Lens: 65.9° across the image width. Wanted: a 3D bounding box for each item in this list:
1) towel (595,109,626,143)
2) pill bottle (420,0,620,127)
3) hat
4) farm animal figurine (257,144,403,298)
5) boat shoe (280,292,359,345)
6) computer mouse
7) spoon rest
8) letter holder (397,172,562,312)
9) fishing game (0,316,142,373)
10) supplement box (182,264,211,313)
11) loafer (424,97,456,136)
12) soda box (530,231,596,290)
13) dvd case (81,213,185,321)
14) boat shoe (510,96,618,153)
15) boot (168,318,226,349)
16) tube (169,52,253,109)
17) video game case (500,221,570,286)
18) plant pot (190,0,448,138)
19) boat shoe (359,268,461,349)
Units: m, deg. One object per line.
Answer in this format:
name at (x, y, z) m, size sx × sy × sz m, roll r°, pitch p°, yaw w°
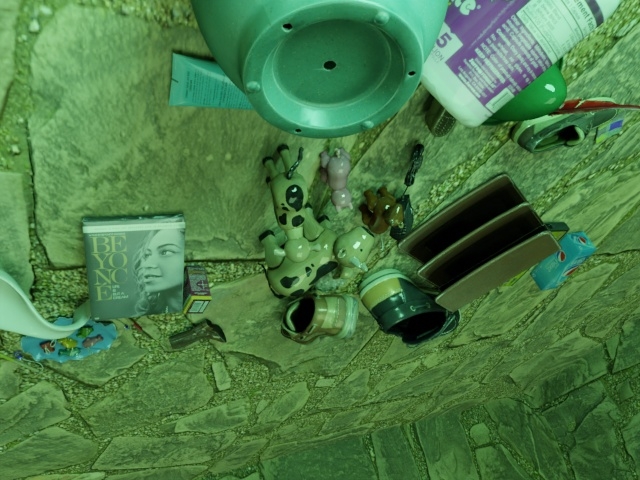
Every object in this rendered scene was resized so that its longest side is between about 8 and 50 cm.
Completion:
towel at (0.626, -0.248, 1.064) m, size 0.060 × 0.009 × 0.083 m, roll -24°, pitch 146°, yaw 3°
pill bottle at (0.264, -0.305, 0.640) m, size 0.301 × 0.169 × 0.169 m, roll -41°, pitch 142°, yaw 26°
hat at (0.373, -0.215, 0.812) m, size 0.173 × 0.183 × 0.208 m, roll 13°, pitch 133°, yaw -40°
farm animal figurine at (0.000, 0.000, 0.918) m, size 0.331 × 0.172 × 0.327 m, roll 11°, pitch 135°, yaw -39°
boat shoe at (-0.033, 0.178, 1.161) m, size 0.117 × 0.123 × 0.324 m, roll 14°, pitch 157°, yaw -23°
computer mouse at (0.180, -0.088, 0.986) m, size 0.041 × 0.071 × 0.242 m, roll 19°, pitch 141°, yaw 11°
spoon rest at (-0.531, 0.113, 0.858) m, size 0.137 × 0.084 × 0.276 m, roll -36°, pitch 143°, yaw 19°
letter holder at (0.364, 0.010, 1.159) m, size 0.302 × 0.152 × 0.214 m, roll -36°, pitch 142°, yaw 21°
fishing game at (-0.531, 0.219, 1.054) m, size 0.264 × 0.041 × 0.189 m, roll -20°, pitch 147°, yaw -5°
supplement box at (-0.255, 0.099, 0.997) m, size 0.043 × 0.083 × 0.055 m, roll 5°, pitch 138°, yaw -34°
loafer at (0.216, -0.244, 0.810) m, size 0.056 × 0.050 × 0.148 m, roll 11°, pitch 119°, yaw -44°
soda box at (0.741, 0.067, 1.516) m, size 0.067 × 0.071 × 0.210 m, roll -7°, pitch 144°, yaw -20°
dvd case at (-0.331, 0.052, 0.890) m, size 0.165 × 0.018 × 0.221 m, roll -4°, pitch 125°, yaw -23°
boat shoe at (0.491, -0.218, 0.973) m, size 0.224 × 0.073 × 0.080 m, roll -16°, pitch 146°, yaw -8°
boot at (-0.303, 0.245, 1.217) m, size 0.114 × 0.037 × 0.106 m, roll -29°, pitch 133°, yaw 6°
tube at (-0.100, -0.210, 0.685) m, size 0.207 × 0.052 × 0.080 m, roll 0°, pitch 136°, yaw -21°
video game case at (0.532, 0.049, 1.409) m, size 0.249 × 0.035 × 0.274 m, roll -2°, pitch 141°, yaw -26°
plant pot at (0.004, -0.234, 0.513) m, size 0.293 × 0.196 × 0.293 m, roll -5°, pitch 153°, yaw -3°
boat shoe at (0.280, 0.222, 1.408) m, size 0.187 × 0.155 × 0.500 m, roll -36°, pitch 145°, yaw 18°
